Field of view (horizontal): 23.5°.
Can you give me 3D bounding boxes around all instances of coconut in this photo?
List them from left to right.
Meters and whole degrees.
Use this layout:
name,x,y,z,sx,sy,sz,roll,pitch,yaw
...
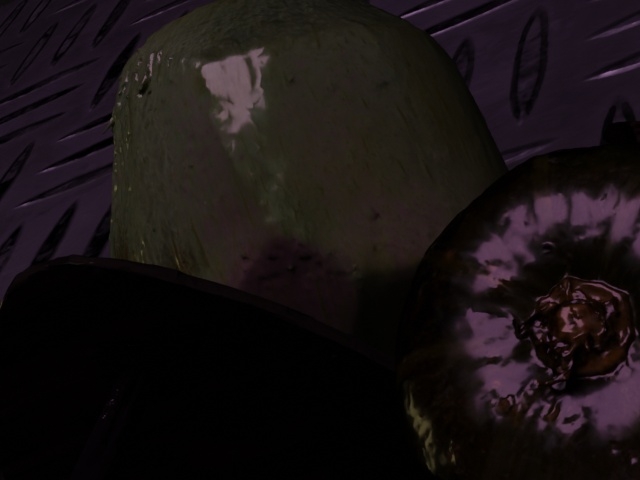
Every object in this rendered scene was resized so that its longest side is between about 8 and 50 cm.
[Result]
name,x,y,z,sx,sy,sz,roll,pitch,yaw
coconut,0.000,0.000,1.030,0.281,0.328,0.328,-18,19,-23

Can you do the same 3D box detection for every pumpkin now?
name,x,y,z,sx,sy,sz,roll,pitch,yaw
pumpkin,0.143,0.062,0.752,0.223,0.157,0.224,-6,72,21

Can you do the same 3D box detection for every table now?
name,x,y,z,sx,sy,sz,roll,pitch,yaw
table,-0.081,0.197,0.795,0.317,0.317,0.249,-19,43,27

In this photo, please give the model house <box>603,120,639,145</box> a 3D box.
name,x,y,z,sx,sy,sz,roll,pitch,yaw
model house,0.213,0.019,0.919,0.164,0.141,0.203,-26,35,22
